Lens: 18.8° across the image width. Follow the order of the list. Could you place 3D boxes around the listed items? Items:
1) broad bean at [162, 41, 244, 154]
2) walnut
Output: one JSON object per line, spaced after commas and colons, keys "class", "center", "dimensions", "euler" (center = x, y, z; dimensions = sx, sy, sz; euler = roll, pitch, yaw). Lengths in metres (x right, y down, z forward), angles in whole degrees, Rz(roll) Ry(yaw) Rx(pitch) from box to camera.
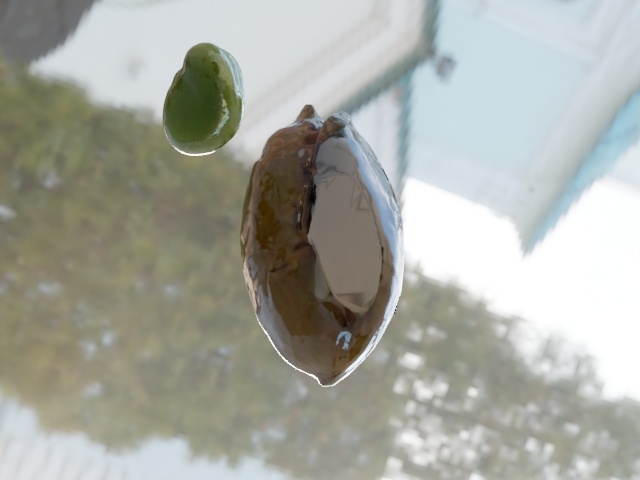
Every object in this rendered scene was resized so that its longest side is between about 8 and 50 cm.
{"class": "broad bean", "center": [-0.084, -0.102, 1.403], "dimensions": [0.045, 0.063, 0.083], "euler": [-4, 112, -69]}
{"class": "walnut", "center": [0.000, 0.000, 1.601], "dimensions": [0.137, 0.137, 0.245], "euler": [151, -65, -61]}
